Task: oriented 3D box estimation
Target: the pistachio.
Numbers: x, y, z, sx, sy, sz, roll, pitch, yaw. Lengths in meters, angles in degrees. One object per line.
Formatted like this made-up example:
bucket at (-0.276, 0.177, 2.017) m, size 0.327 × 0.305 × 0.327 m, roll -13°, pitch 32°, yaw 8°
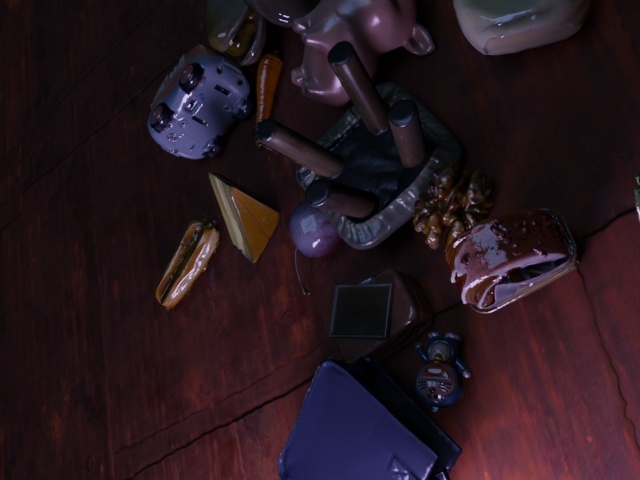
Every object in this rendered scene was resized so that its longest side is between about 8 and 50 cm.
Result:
pistachio at (-0.202, -0.563, 2.250) m, size 0.197 × 0.166 × 0.288 m, roll -47°, pitch 40°, yaw 30°

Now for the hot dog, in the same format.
hot dog at (-0.334, 0.060, 2.247) m, size 0.109 × 0.072 × 0.269 m, roll 41°, pitch 104°, yaw 46°

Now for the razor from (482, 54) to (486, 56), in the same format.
razor at (0.347, -0.496, 1.792) m, size 0.082 × 0.042 × 0.253 m, roll -17°, pitch 64°, yaw 41°

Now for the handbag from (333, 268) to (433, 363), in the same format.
handbag at (0.119, 0.148, 1.773) m, size 0.193 × 0.072 × 0.151 m, roll -39°, pitch 52°, yaw 30°

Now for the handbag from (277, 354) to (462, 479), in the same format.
handbag at (0.089, 0.414, 1.656) m, size 0.329 × 0.122 × 0.303 m, roll 41°, pitch 117°, yaw 39°

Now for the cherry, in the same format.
cherry at (0.007, -0.002, 1.919) m, size 0.148 × 0.115 × 0.188 m, roll -15°, pitch 67°, yaw -3°

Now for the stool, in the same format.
stool at (0.075, -0.192, 1.776) m, size 0.310 × 0.226 × 0.310 m, roll -43°, pitch 54°, yaw 5°

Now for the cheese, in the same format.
cheese at (0.375, -0.470, 1.666) m, size 0.266 × 0.127 × 0.233 m, roll -9°, pitch 71°, yaw 26°

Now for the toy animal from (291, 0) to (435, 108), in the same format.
toy animal at (0.076, -0.439, 1.922) m, size 0.237 × 0.269 × 0.326 m, roll 56°, pitch 148°, yaw 40°

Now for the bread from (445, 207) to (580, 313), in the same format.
bread at (0.318, 0.027, 1.521) m, size 0.224 × 0.212 × 0.142 m, roll -34°, pitch 59°, yaw 33°

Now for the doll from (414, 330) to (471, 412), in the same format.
doll at (0.219, 0.242, 1.636) m, size 0.114 × 0.085 × 0.152 m, roll 2°, pitch 66°, yaw 26°

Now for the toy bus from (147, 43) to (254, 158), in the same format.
toy bus at (-0.321, -0.369, 2.303) m, size 0.287 × 0.194 × 0.232 m, roll -48°, pitch 40°, yaw 22°

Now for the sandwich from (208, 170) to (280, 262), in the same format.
sandwich at (-0.205, -0.055, 2.084) m, size 0.117 × 0.187 × 0.144 m, roll 35°, pitch 95°, yaw 46°

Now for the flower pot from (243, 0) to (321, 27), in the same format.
flower pot at (-0.069, -0.644, 2.062) m, size 0.302 × 0.302 × 0.213 m, roll -12°, pitch 59°, yaw 42°

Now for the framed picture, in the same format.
framed picture at (0.078, 0.138, 1.758) m, size 0.149 × 0.011 × 0.109 m, roll -4°, pitch 74°, yaw 43°

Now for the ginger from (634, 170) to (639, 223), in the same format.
ginger at (0.614, -0.107, 1.369) m, size 0.290 × 0.089 × 0.137 m, roll -35°, pitch 36°, yaw 25°

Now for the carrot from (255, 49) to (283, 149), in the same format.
carrot at (-0.140, -0.351, 2.209) m, size 0.061 × 0.061 × 0.256 m, roll 5°, pitch 82°, yaw 45°

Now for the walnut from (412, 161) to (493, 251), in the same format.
walnut at (0.247, -0.061, 1.688) m, size 0.143 × 0.069 × 0.170 m, roll 18°, pitch 95°, yaw 13°
